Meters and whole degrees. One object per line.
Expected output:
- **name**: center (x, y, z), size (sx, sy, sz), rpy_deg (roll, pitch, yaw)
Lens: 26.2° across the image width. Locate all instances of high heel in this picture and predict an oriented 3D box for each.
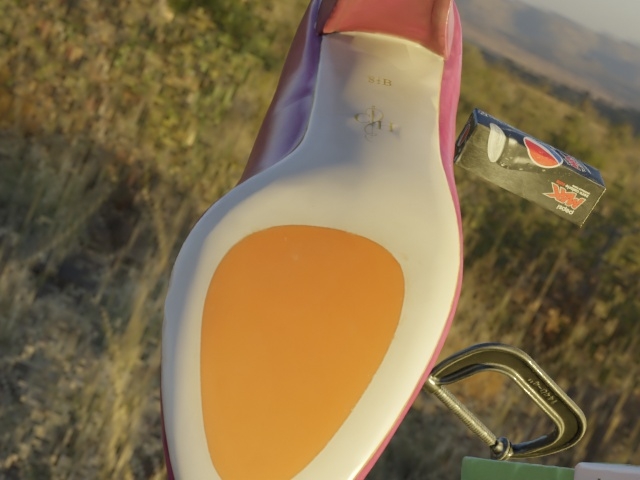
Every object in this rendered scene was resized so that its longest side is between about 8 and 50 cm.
- **high heel**: center (0.000, 0.000, 0.453), size (0.082, 0.244, 0.117), rpy_deg (10, -29, -1)

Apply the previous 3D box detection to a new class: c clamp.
- **c clamp**: center (0.133, 0.135, 1.131), size (0.160, 0.137, 0.022), rpy_deg (40, 35, -22)

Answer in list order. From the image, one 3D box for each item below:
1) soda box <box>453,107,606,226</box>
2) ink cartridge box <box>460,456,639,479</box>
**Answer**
- **soda box**: center (0.236, -0.083, 1.561), size (0.168, 0.060, 0.053), rpy_deg (25, 24, -9)
- **ink cartridge box**: center (0.123, 0.184, 0.608), size (0.056, 0.171, 0.235), rpy_deg (15, -12, -40)
